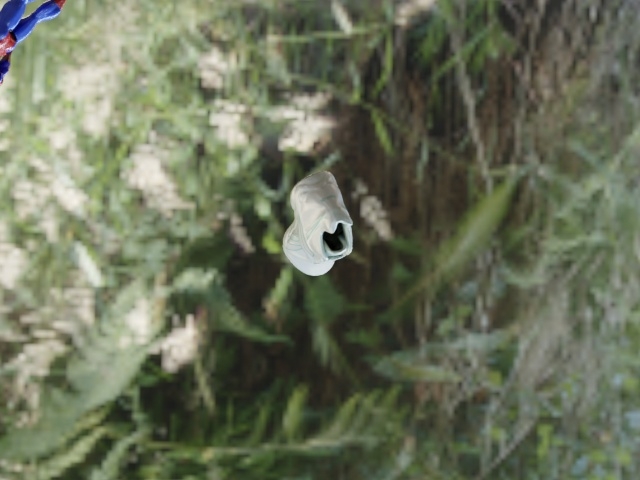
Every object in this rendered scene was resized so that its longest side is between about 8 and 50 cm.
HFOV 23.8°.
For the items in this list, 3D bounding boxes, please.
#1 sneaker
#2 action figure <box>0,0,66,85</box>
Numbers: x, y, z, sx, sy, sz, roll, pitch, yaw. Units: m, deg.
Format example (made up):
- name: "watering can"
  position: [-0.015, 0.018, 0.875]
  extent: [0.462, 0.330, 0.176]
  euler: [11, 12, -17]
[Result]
- name: "sneaker"
  position: [0.000, 0.000, 1.404]
  extent: [0.053, 0.061, 0.152]
  euler: [-25, 154, -14]
- name: "action figure"
  position: [-0.185, -0.122, 0.894]
  extent: [0.030, 0.115, 0.038]
  euler: [20, 153, 27]
